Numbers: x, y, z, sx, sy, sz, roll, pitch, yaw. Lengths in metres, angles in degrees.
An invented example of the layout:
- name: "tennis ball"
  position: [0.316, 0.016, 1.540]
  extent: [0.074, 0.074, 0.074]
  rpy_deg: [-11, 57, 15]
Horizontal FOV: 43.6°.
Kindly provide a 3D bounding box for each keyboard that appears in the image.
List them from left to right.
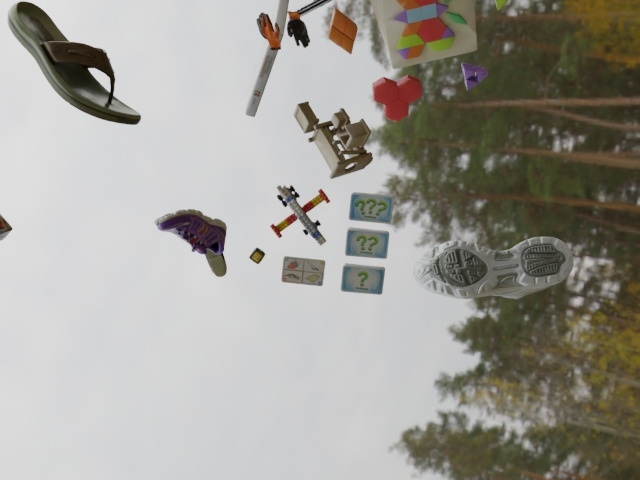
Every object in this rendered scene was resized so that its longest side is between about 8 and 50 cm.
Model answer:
- name: "keyboard"
  position: [0.013, -0.522, 1.687]
  extent: [0.038, 0.192, 0.100]
  rpy_deg: [63, -179, -11]

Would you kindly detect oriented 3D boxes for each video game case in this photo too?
- name: "video game case"
  position: [-0.109, -0.404, 1.675]
  extent: [0.227, 0.026, 0.206]
  rpy_deg: [-87, 17, -46]

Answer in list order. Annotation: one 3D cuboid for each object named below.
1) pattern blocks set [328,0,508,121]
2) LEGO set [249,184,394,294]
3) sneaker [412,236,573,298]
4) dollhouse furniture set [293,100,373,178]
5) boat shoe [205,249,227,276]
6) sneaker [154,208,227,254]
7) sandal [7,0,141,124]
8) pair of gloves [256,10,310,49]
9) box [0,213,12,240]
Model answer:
- name: "pattern blocks set"
  position: [0.151, -0.340, 1.174]
  extent: [0.325, 0.285, 0.026]
  rpy_deg: [54, -160, -38]
- name: "LEGO set"
  position: [0.000, 0.000, 1.398]
  extent: [0.060, 0.244, 0.183]
  rpy_deg: [-89, 6, -78]
- name: "sneaker"
  position: [0.257, 0.057, 1.209]
  extent: [0.115, 0.232, 0.090]
  rpy_deg: [67, -156, -66]
- name: "dollhouse furniture set"
  position: [0.045, -0.259, 1.720]
  extent: [0.101, 0.182, 0.161]
  rpy_deg: [-19, -21, -27]
- name: "boat shoe"
  position: [-0.250, 0.020, 1.873]
  extent: [0.043, 0.049, 0.137]
  rpy_deg: [-160, 52, -83]
- name: "sneaker"
  position: [-0.229, -0.012, 1.460]
  extent: [0.170, 0.068, 0.071]
  rpy_deg: [17, -120, -51]
- name: "sandal"
  position: [-0.415, -0.309, 1.353]
  extent: [0.086, 0.303, 0.120]
  rpy_deg: [-45, -7, 19]
- name: "pair of gloves"
  position: [-0.058, -0.332, 1.266]
  extent: [0.083, 0.010, 0.074]
  rpy_deg: [-9, -113, -27]
- name: "box"
  position: [-0.620, -0.022, 1.311]
  extent: [0.114, 0.036, 0.207]
  rpy_deg: [50, -151, 1]
